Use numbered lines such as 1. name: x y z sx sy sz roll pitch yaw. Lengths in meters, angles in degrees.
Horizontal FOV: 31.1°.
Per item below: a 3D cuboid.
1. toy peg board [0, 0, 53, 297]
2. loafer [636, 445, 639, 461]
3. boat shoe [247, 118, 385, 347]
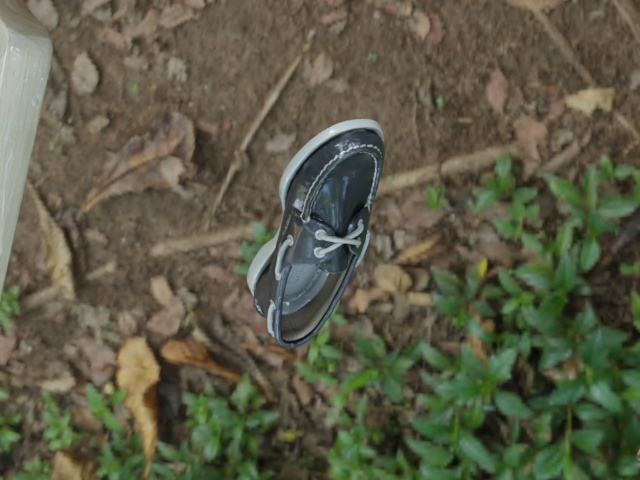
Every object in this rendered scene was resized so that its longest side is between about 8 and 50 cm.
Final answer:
1. toy peg board: -0.165 -0.021 0.407 0.079 0.160 0.161 6 111 -28
2. loafer: 0.160 0.041 0.457 0.061 0.062 0.170 10 123 22
3. boat shoe: 0.000 0.000 0.497 0.046 0.038 0.125 -1 142 -29
